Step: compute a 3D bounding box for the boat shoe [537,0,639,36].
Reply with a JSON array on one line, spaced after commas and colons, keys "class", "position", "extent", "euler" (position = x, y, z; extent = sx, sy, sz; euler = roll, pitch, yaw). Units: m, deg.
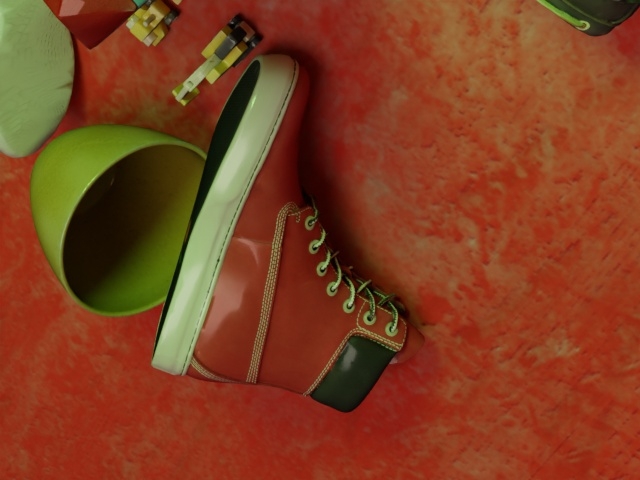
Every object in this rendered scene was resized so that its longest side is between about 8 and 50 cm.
[{"class": "boat shoe", "position": [0.087, -0.198, 1.077], "extent": [0.228, 0.081, 0.068], "euler": [39, 133, -1]}]

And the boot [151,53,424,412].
[{"class": "boot", "position": [0.000, 0.000, 1.314], "extent": [0.176, 0.088, 0.244], "euler": [14, 119, -6]}]

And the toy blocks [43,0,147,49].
[{"class": "toy blocks", "position": [-0.159, -0.264, 1.065], "extent": [0.381, 0.261, 0.191], "euler": [49, 136, -8]}]

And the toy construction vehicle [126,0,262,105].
[{"class": "toy construction vehicle", "position": [-0.088, -0.140, 1.280], "extent": [0.086, 0.035, 0.098], "euler": [46, 137, -6]}]

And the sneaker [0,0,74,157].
[{"class": "sneaker", "position": [-0.233, -0.161, 1.349], "extent": [0.094, 0.080, 0.212], "euler": [16, 126, 40]}]

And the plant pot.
[{"class": "plant pot", "position": [-0.147, -0.028, 1.361], "extent": [0.095, 0.134, 0.134], "euler": [37, 143, 40]}]
